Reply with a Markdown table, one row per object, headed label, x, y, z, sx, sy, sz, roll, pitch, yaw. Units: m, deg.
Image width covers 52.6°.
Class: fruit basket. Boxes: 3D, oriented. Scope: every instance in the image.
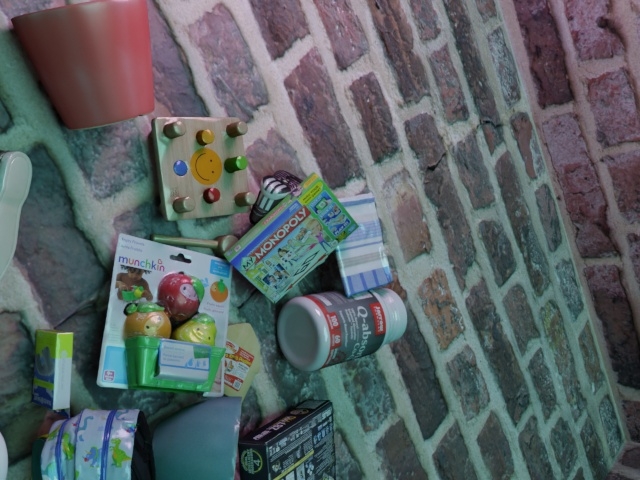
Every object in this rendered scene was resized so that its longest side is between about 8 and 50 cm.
| label | x | y | z | sx | sy | sz | roll | pitch | yaw |
| --- | --- | --- | --- | --- | --- | --- | --- | --- | --- |
| fruit basket | -0.348 | 0.184 | 1.544 | 0.327 | 0.165 | 0.353 | 18 | 72 | -39 |

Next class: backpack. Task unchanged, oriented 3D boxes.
| label | x | y | z | sx | sy | sz | roll | pitch | yaw |
| --- | --- | --- | --- | --- | --- | --- | --- | --- | --- |
| backpack | -0.446 | 0.515 | 1.327 | 0.273 | 0.290 | 0.355 | 18 | 113 | -11 |

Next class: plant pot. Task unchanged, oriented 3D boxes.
| label | x | y | z | sx | sy | sz | roll | pitch | yaw |
| --- | --- | --- | --- | --- | --- | --- | --- | --- | --- |
| plant pot | -0.483 | -0.379 | 1.393 | 0.275 | 0.275 | 0.243 | -28 | 116 | -39 |
| plant pot | -0.298 | 0.510 | 1.533 | 0.195 | 0.290 | 0.290 | 7 | 83 | -6 |

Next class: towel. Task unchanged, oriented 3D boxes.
| label | x | y | z | sx | sy | sz | roll | pitch | yaw |
| --- | --- | --- | --- | --- | --- | --- | --- | --- | --- |
| towel | 0.115 | 0.007 | 1.877 | 0.209 | 0.034 | 0.285 | -11 | 88 | -46 |

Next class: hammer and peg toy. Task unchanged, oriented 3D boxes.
| label | x | y | z | sx | sy | sz | roll | pitch | yaw |
| --- | --- | --- | --- | --- | --- | --- | --- | --- | --- |
| hammer and peg toy | -0.292 | -0.130 | 1.627 | 0.266 | 0.127 | 0.361 | -8 | 94 | -42 |

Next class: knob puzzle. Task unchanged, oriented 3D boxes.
| label | x | y | z | sx | sy | sz | roll | pitch | yaw |
| --- | --- | --- | --- | --- | --- | --- | --- | --- | --- |
| knob puzzle | -0.237 | 0.309 | 1.726 | 0.213 | 0.030 | 0.213 | 2 | 87 | -41 |

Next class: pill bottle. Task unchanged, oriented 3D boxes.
| label | x | y | z | sx | sy | sz | roll | pitch | yaw |
| --- | --- | --- | --- | --- | --- | --- | --- | --- | --- |
| pill bottle | 0.071 | 0.244 | 1.887 | 0.363 | 0.210 | 0.210 | -7 | 93 | -42 |

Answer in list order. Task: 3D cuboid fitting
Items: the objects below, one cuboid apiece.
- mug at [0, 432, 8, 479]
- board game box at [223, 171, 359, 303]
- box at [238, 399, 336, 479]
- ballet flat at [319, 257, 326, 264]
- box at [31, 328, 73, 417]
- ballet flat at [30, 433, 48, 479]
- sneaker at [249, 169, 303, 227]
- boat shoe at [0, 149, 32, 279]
| label | x | y | z | sx | sy | sz | roll | pitch | yaw |
| --- | --- | --- | --- | --- | --- | --- | --- | --- | --- |
| mug | -0.712 | 0.361 | 1.089 | 0.374 | 0.276 | 0.328 | 17 | 86 | 3 |
| board game box | -0.072 | -0.002 | 1.717 | 0.317 | 0.046 | 0.213 | -43 | 131 | -1 |
| box | -0.072 | 0.631 | 1.730 | 0.395 | 0.097 | 0.318 | -7 | 92 | -65 |
| ballet flat | 0.000 | 0.000 | 1.886 | 0.400 | 0.139 | 0.139 | -38 | 113 | -36 |
| box | -0.569 | 0.282 | 1.374 | 0.042 | 0.109 | 0.178 | 5 | 85 | -46 |
| ballet flat | -0.584 | 0.531 | 1.382 | 0.077 | 0.077 | 0.231 | 25 | 69 | -63 |
| sneaker | -0.126 | -0.101 | 1.796 | 0.162 | 0.106 | 0.281 | -60 | 167 | 16 |
| boat shoe | -0.674 | -0.038 | 1.305 | 0.109 | 0.091 | 0.305 | 50 | 51 | -74 |
